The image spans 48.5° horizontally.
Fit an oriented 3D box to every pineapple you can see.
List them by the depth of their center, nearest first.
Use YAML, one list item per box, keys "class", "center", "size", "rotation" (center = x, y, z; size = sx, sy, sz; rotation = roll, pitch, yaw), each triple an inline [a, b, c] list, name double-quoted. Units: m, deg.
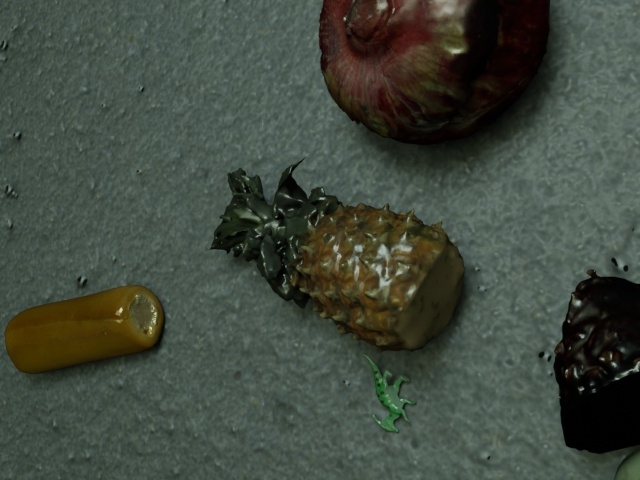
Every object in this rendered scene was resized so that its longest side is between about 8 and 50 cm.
- class: "pineapple"
  center: [0.000, 0.000, 0.776]
  size: [0.310, 0.141, 0.170]
  rotation: [23, 121, 35]

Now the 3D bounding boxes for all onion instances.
- class: "onion"
  center: [0.105, -0.219, 0.724]
  size: [0.246, 0.190, 0.247]
  rotation: [6, 99, 38]

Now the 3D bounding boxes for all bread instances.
- class: "bread"
  center: [-0.323, 0.118, 0.954]
  size: [0.239, 0.074, 0.093]
  rotation: [-14, 71, 24]

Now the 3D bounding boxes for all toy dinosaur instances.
- class: "toy dinosaur"
  center: [0.068, 0.169, 0.778]
  size: [0.083, 0.021, 0.062]
  rotation: [35, 111, 25]

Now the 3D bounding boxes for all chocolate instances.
- class: "chocolate"
  center: [0.271, 0.095, 0.642]
  size: [0.156, 0.156, 0.133]
  rotation: [-26, 45, 21]

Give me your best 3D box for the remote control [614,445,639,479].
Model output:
- class: "remote control"
  center: [0.341, 0.148, 0.550]
  size: [0.090, 0.038, 0.310]
  rotation: [55, 138, 29]
